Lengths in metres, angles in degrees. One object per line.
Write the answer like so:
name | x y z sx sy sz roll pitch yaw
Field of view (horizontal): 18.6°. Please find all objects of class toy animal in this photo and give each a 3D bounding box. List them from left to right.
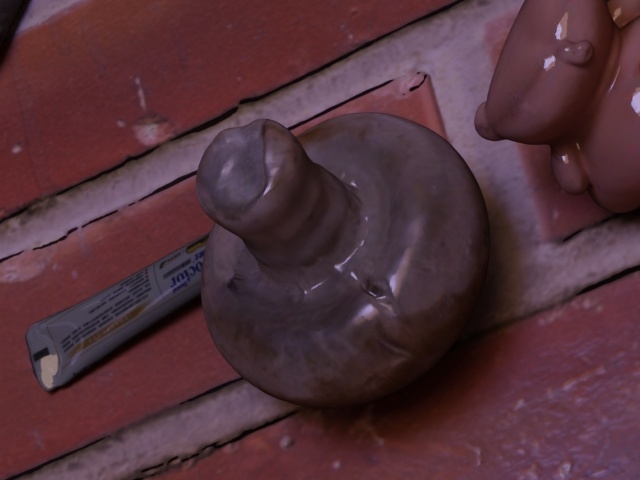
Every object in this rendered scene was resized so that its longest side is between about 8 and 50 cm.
toy animal | 0.232 -0.113 1.466 0.197 0.171 0.171 23 75 -6

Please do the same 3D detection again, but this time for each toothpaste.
toothpaste | -0.144 0.044 1.661 0.255 0.037 0.067 -30 61 15

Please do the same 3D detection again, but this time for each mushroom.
mushroom | 0.000 0.000 1.493 0.243 0.243 0.244 -12 61 22

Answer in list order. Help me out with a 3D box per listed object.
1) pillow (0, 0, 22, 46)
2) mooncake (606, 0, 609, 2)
pillow | -0.315 -0.274 1.901 0.093 0.051 0.241 11 73 26
mooncake | 0.245 -0.237 1.569 0.130 0.073 0.125 -45 36 -11
